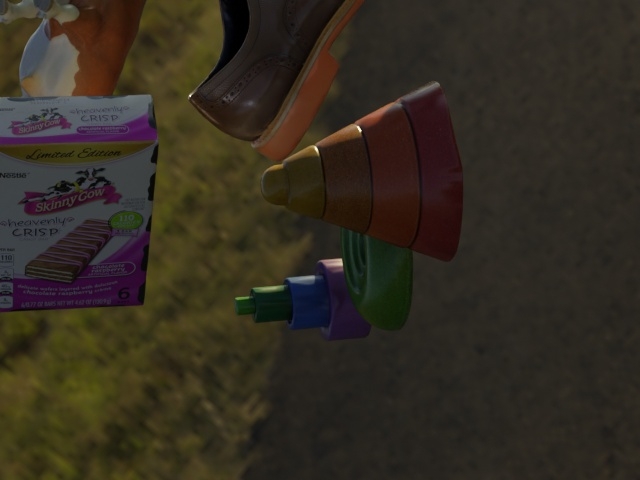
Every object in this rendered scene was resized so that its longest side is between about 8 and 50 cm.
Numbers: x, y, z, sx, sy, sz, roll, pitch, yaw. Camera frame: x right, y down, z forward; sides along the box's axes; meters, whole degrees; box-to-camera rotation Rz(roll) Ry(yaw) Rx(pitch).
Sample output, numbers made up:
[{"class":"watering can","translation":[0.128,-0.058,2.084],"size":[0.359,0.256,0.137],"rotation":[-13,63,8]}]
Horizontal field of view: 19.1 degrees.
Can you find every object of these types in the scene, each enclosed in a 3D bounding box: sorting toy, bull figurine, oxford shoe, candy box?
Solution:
[{"class":"sorting toy","translation":[0.000,0.000,1.375],"size":[0.365,0.126,0.127],"rotation":[119,144,-68]},{"class":"bull figurine","translation":[-0.261,-0.198,1.949],"size":[0.188,0.101,0.310],"rotation":[-10,-56,-54]},{"class":"oxford shoe","translation":[-0.023,-0.270,1.989],"size":[0.130,0.133,0.363],"rotation":[-25,41,65]},{"class":"candy box","translation":[-0.244,-0.033,1.843],"size":[0.233,0.159,0.071],"rotation":[99,163,-45]}]
